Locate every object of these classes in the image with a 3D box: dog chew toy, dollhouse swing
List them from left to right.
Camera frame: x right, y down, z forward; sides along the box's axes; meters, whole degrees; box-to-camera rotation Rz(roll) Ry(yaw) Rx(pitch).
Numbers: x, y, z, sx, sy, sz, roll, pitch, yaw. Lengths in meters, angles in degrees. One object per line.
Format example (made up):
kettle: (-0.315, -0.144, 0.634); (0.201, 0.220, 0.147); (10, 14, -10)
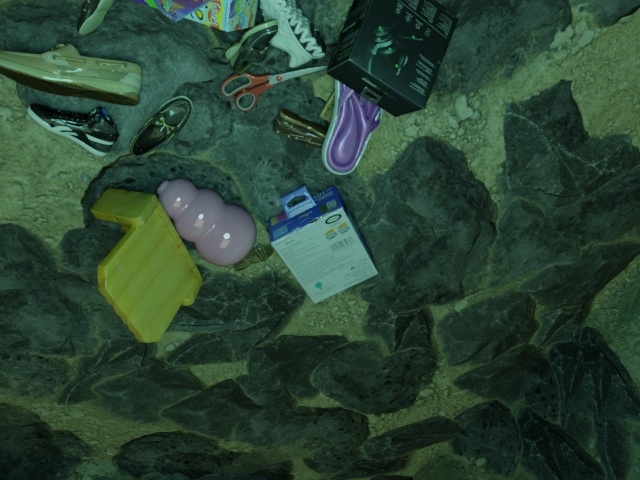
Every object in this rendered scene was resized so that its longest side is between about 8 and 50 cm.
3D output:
dollhouse swing: (-0.563, 0.084, 1.327); (0.315, 0.305, 0.347); (9, 136, 30)
dog chew toy: (-0.362, -0.068, 1.410); (0.206, 0.207, 0.332); (-41, 115, 19)

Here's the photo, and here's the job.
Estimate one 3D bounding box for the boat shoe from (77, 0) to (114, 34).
boat shoe: (-0.554, -0.559, 1.097); (0.133, 0.049, 0.042); (-38, 96, 25)

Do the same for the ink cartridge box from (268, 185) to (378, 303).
ink cartridge box: (0.000, 0.000, 1.551); (0.269, 0.151, 0.396); (-26, 128, 8)

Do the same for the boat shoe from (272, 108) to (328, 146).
boat shoe: (-0.042, -0.322, 1.357); (0.206, 0.073, 0.073); (21, 122, -16)

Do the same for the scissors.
scissors: (-0.135, -0.450, 1.239); (0.297, 0.021, 0.109); (-21, 128, 20)

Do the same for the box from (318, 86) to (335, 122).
box: (0.114, -0.420, 1.342); (0.164, 0.021, 0.201); (22, 119, -25)

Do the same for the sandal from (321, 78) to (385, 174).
sandal: (0.116, -0.379, 1.268); (0.169, 0.102, 0.417); (4, 113, -20)

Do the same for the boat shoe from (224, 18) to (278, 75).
boat shoe: (-0.165, -0.481, 1.135); (0.080, 0.223, 0.074); (-32, 106, -34)

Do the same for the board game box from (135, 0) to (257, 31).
board game box: (-0.289, -0.582, 0.999); (0.275, 0.142, 0.144); (21, 124, 7)

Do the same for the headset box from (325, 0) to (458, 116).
headset box: (0.181, -0.489, 1.151); (0.246, 0.131, 0.283); (22, 85, -26)

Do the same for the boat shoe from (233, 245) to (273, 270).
boat shoe: (-0.242, 0.057, 1.620); (0.153, 0.048, 0.056); (-30, 114, 3)

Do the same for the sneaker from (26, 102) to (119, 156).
sneaker: (-0.658, -0.334, 1.227); (0.121, 0.079, 0.216); (-45, 130, 17)

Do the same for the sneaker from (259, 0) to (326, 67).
sneaker: (-0.105, -0.560, 1.137); (0.118, 0.110, 0.292); (-22, 137, 25)

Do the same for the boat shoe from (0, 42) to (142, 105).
boat shoe: (-0.634, -0.432, 1.143); (0.340, 0.121, 0.110); (7, 87, -20)

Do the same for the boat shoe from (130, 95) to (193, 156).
boat shoe: (-0.450, -0.317, 1.278); (0.227, 0.069, 0.081); (-36, 125, 16)

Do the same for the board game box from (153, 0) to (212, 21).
board game box: (-0.296, -0.537, 0.921); (0.168, 0.033, 0.133); (-13, 113, 25)
